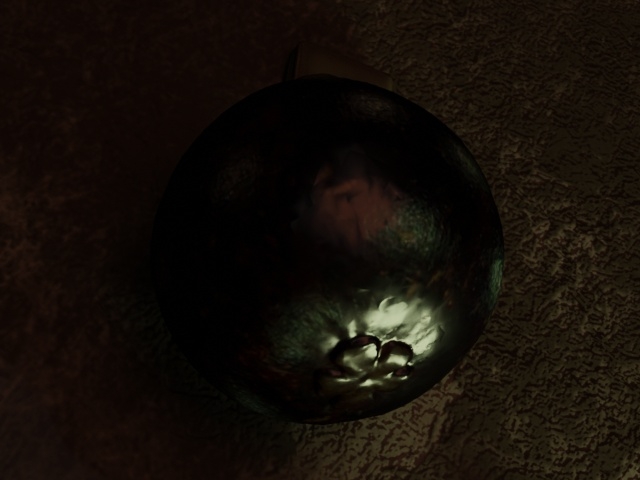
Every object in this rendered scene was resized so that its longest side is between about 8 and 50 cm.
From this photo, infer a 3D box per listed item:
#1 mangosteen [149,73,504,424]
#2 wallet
[{"bbox_3d":[0.000,0.000,1.000,0.288,0.288,0.288,13,61,-24],"label":"mangosteen"},{"bbox_3d":[0.012,-0.111,1.204,0.118,0.039,0.152,24,53,-21],"label":"wallet"}]
